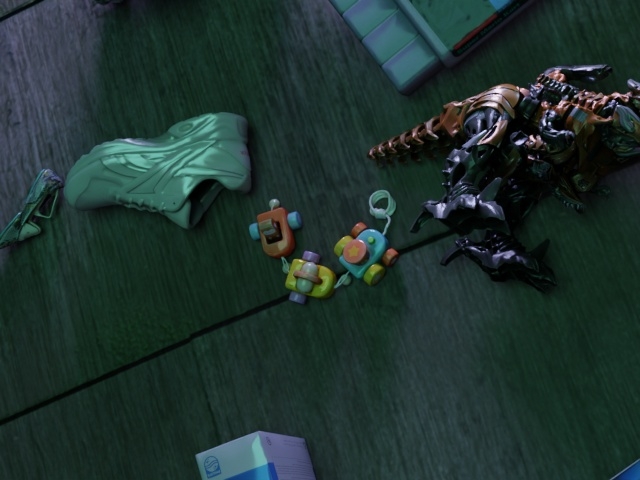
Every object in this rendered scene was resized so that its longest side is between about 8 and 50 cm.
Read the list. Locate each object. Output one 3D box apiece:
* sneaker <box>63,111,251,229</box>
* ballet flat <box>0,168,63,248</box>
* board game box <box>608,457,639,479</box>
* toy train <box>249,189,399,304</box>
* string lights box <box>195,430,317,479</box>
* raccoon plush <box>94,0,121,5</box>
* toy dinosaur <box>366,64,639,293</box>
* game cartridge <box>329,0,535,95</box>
[{"bbox_3d":[-0.183,-0.062,1.373,0.232,0.090,0.115,-18,76,17],"label":"sneaker"},{"bbox_3d":[-0.343,-0.030,1.453,0.041,0.041,0.114,35,93,24],"label":"ballet flat"},{"bbox_3d":[0.373,0.239,0.998,0.193,0.305,0.053,-37,111,6],"label":"board game box"},{"bbox_3d":[0.000,0.000,1.311,0.166,0.046,0.125,-12,75,18],"label":"toy train"},{"bbox_3d":[-0.031,0.326,1.202,0.077,0.133,0.259,-23,71,14],"label":"string lights box"},{"bbox_3d":[-0.213,-0.482,1.470,0.299,0.216,0.446,-35,38,25],"label":"raccoon plush"},{"bbox_3d":[0.196,-0.079,1.223,0.322,0.164,0.218,-14,52,56],"label":"toy dinosaur"},{"bbox_3d":[0.163,-0.346,1.299,0.355,0.068,0.230,-39,73,11],"label":"game cartridge"}]
